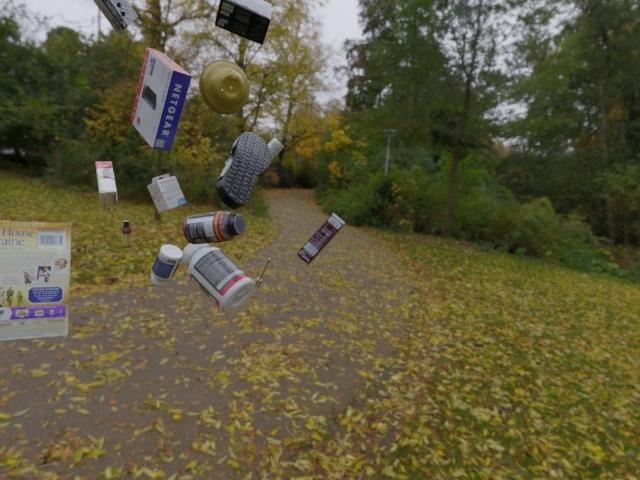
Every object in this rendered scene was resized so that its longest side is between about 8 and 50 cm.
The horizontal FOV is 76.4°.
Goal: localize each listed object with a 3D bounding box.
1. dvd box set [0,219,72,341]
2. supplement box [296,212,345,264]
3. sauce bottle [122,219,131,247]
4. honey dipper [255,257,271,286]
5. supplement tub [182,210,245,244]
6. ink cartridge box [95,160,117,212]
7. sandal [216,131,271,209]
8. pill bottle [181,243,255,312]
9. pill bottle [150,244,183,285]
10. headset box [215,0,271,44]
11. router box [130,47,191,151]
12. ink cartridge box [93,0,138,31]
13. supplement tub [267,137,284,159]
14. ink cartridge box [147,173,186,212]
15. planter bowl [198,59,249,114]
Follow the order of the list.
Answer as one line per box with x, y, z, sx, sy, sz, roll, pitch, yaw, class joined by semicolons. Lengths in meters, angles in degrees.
-1.059;0.139;1.433;0.308;0.419;0.062;1;-10;-32;dvd box set
0.000;0.000;1.769;0.073;0.239;0.130;42;-8;5;supplement box
-0.907;-0.030;1.905;0.042;0.128;0.042;6;13;-1;sauce bottle
-0.262;0.143;1.857;0.031;0.160;0.030;23;23;-10;honey dipper
-0.355;-0.045;1.373;0.198;0.105;0.106;-5;4;19;supplement tub
-0.909;-0.223;1.729;0.067;0.198;0.115;-8;-24;-29;ink cartridge box
-0.310;-0.278;1.562;0.107;0.167;0.445;-24;30;29;sandal
-0.443;0.140;1.718;0.319;0.176;0.176;40;21;20;pill bottle
-0.463;0.077;1.215;0.067;0.120;0.067;27;23;-13;pill bottle
-0.382;-1.140;2.041;0.247;0.131;0.283;14;42;-20;headset box
-0.686;-0.598;1.725;0.082;0.335;0.301;0;34;-45;router box
-0.755;-0.866;1.442;0.046;0.097;0.207;6;-34;30;ink cartridge box
-0.245;-0.459;2.059;0.071;0.107;0.071;45;2;-2;supplement tub
-0.652;-0.202;1.718;0.090;0.143;0.092;-12;12;40;ink cartridge box
-0.377;-0.627;1.666;0.217;0.217;0.090;2;16;-33;planter bowl
